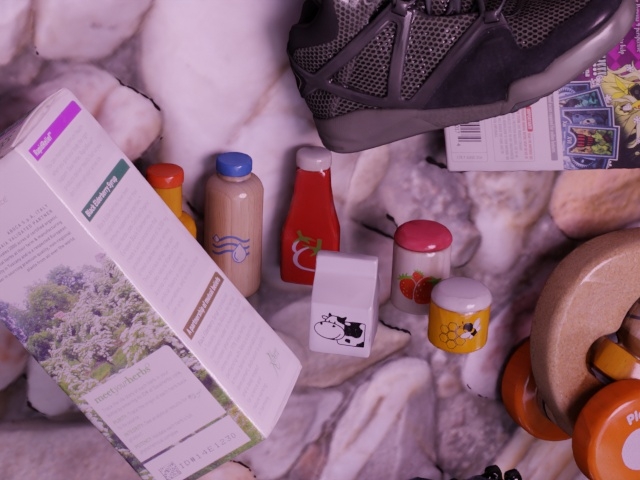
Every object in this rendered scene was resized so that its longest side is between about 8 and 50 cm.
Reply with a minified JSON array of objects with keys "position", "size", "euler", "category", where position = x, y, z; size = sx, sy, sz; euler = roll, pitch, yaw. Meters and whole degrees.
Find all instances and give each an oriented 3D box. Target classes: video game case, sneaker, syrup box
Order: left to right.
[{"position":[-0.127,0.033,1.090],"size":[0.093,0.096,0.237],"euler":[-33,105,27],"category":"syrup box"},{"position":[0.075,-0.141,1.107],"size":[0.227,0.087,0.130],"euler":[-13,122,29],"category":"sneaker"},{"position":[0.176,-0.154,1.151],"size":[0.210,0.042,0.232],"euler":[-1,120,14],"category":"video game case"}]

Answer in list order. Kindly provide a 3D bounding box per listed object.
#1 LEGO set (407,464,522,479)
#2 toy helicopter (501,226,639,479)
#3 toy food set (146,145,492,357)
[{"position":[0.022,0.300,1.245],"size":[0.331,0.255,0.192],"euler":[-17,94,-27],"category":"LEGO set"},{"position":[0.319,0.061,1.324],"size":[0.355,0.140,0.235],"euler":[5,103,-23],"category":"toy helicopter"},{"position":[0.000,0.000,1.164],"size":[0.232,0.111,0.104],"euler":[7,116,9],"category":"toy food set"}]
